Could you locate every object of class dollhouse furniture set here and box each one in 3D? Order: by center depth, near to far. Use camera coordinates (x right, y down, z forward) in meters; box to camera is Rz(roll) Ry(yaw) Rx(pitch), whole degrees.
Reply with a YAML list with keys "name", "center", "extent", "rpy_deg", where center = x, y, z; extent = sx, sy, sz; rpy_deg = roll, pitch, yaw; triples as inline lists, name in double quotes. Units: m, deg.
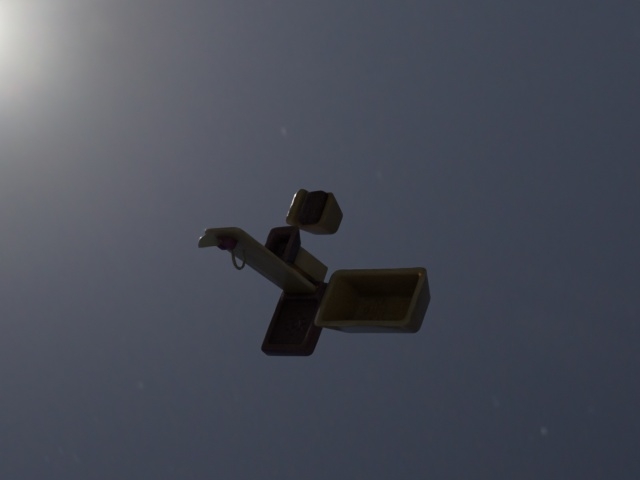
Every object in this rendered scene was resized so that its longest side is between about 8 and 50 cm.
- name: "dollhouse furniture set"
  center: [0.000, 0.000, 0.888]
  extent: [0.114, 0.081, 0.091]
  rpy_deg: [-2, -121, 45]
